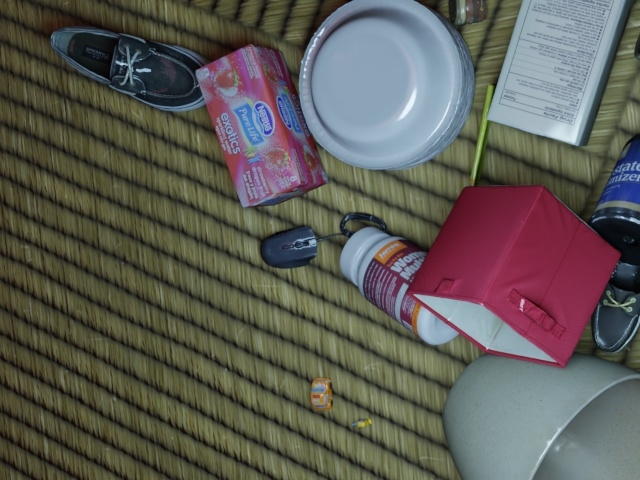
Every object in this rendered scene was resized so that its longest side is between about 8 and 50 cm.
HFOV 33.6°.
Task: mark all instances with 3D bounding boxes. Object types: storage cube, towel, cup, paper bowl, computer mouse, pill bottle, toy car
[{"bbox_3d":[0.275,0.047,1.529,0.183,0.215,0.193,36,76,-24],"label":"storage cube"},{"bbox_3d":[0.256,-0.129,1.697,0.021,0.102,0.237,11,98,8],"label":"towel"},{"bbox_3d":[0.325,0.294,1.611,0.237,0.331,0.331,33,107,44],"label":"cup"},{"bbox_3d":[0.098,-0.257,1.730,0.284,0.148,0.284,2,94,24],"label":"paper bowl"},{"bbox_3d":[0.000,0.000,1.845,0.242,0.041,0.071,-15,87,22],"label":"computer mouse"},{"bbox_3d":[0.137,0.067,1.716,0.221,0.121,0.121,35,107,42],"label":"pill bottle"},{"bbox_3d":[0.484,-0.080,1.547,0.122,0.123,0.219,21,63,20],"label":"pill bottle"},{"bbox_3d":[0.033,0.283,1.851,0.122,0.040,0.060,16,100,21],"label":"toy car"}]

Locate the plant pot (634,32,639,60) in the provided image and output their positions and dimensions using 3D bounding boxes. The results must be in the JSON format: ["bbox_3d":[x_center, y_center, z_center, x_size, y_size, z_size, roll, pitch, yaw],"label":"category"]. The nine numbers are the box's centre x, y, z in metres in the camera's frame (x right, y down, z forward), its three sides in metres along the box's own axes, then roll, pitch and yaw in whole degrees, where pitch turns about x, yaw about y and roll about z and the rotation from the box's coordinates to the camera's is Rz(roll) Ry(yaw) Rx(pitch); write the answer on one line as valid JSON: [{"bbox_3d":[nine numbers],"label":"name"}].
[{"bbox_3d":[0.635,-0.325,1.437,0.280,0.323,0.323,29,104,2],"label":"plant pot"}]

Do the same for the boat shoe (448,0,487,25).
[{"bbox_3d":[0.241,-0.437,1.709,0.060,0.064,0.178,-2,95,-8],"label":"boat shoe"}]

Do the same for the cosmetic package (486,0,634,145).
[{"bbox_3d":[0.376,-0.304,1.619,0.153,0.129,0.296,21,101,19],"label":"cosmetic package"}]

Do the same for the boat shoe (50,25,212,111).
[{"bbox_3d":[-0.346,-0.311,1.925,0.335,0.119,0.121,16,100,21],"label":"boat shoe"}]

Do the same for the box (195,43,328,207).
[{"bbox_3d":[-0.099,-0.194,1.826,0.122,0.128,0.257,-21,85,23],"label":"box"}]

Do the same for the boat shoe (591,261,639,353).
[{"bbox_3d":[0.466,0.069,1.639,0.081,0.068,0.228,17,100,21],"label":"boat shoe"}]
